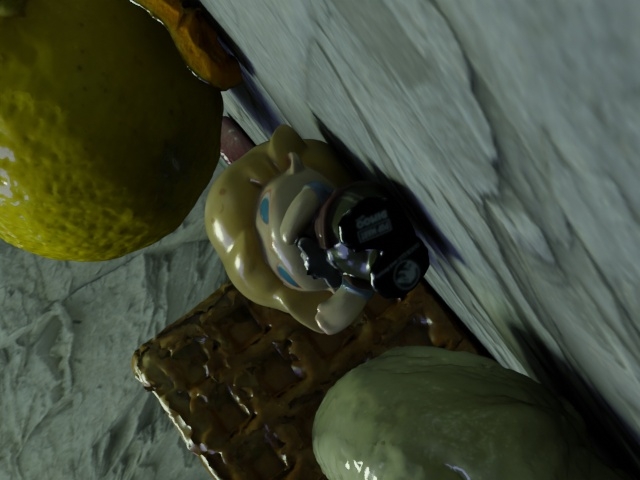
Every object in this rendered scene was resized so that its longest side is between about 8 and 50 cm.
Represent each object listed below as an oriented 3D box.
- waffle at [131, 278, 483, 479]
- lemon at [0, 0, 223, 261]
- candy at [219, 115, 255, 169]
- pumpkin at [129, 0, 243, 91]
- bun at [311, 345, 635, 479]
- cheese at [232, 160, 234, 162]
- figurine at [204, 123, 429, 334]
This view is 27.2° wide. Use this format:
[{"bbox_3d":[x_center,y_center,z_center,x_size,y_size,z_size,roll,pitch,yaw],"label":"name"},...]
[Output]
[{"bbox_3d":[0.032,0.143,0.955,0.308,0.213,0.091,51,175,21],"label":"waffle"},{"bbox_3d":[-0.212,-0.110,1.111,0.253,0.253,0.310,49,176,28],"label":"lemon"},{"bbox_3d":[-0.095,-0.098,1.541,0.103,0.043,0.103,51,177,4],"label":"candy"},{"bbox_3d":[-0.093,-0.153,0.971,0.101,0.035,0.073,47,-172,7],"label":"pumpkin"},{"bbox_3d":[0.098,0.142,0.734,0.220,0.134,0.220,47,170,11],"label":"bun"},{"bbox_3d":[-0.045,-0.044,1.471,0.145,0.038,0.095,40,177,-34],"label":"cheese"},{"bbox_3d":[0.000,0.000,0.805,0.114,0.108,0.196,48,172,-21],"label":"figurine"}]
